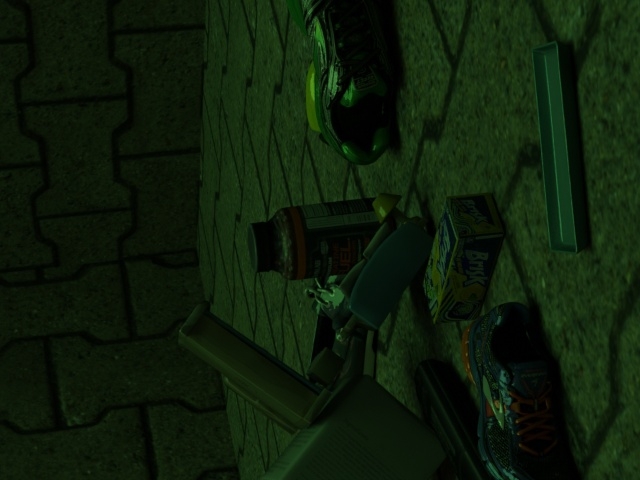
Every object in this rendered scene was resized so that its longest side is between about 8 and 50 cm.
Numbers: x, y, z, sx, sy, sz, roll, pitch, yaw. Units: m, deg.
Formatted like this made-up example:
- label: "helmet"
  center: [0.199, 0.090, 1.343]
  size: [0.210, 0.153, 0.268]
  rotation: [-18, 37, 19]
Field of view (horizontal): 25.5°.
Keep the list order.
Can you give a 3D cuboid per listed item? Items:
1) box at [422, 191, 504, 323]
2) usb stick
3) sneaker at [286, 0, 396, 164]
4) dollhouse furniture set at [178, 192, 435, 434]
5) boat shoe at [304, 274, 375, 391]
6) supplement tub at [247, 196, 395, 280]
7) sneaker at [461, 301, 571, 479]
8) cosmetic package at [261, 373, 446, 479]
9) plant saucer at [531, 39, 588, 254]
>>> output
- label: "box"
  center: [0.157, 0.022, 1.570]
  size: [0.169, 0.054, 0.059]
  rotation: [98, 163, -53]
- label: "usb stick"
  center: [0.167, 0.235, 1.666]
  size: [0.278, 0.045, 0.077]
  rotation: [-117, 16, -60]
- label: "sneaker"
  center: [0.046, -0.260, 1.850]
  size: [0.146, 0.134, 0.344]
  rotation: [-129, 25, -58]
- label: "dollhouse furniture set"
  center: [-0.018, 0.069, 1.859]
  size: [0.303, 0.198, 0.286]
  rotation: [-54, -1, -13]
- label: "boat shoe"
  center: [0.028, 0.099, 2.146]
  size: [0.116, 0.099, 0.320]
  rotation: [-114, 21, -58]
- label: "supplement tub"
  center: [0.000, 0.000, 1.978]
  size: [0.106, 0.197, 0.106]
  rotation: [173, 90, -80]
- label: "sneaker"
  center: [0.196, 0.157, 1.397]
  size: [0.087, 0.083, 0.221]
  rotation: [113, 146, -53]
- label: "cosmetic package"
  center: [0.045, 0.290, 1.835]
  size: [0.151, 0.184, 0.151]
  rotation: [42, 168, -3]
- label: "plant saucer"
  center: [0.219, -0.084, 1.290]
  size: [0.067, 0.018, 0.192]
  rotation: [-171, 76, -79]
